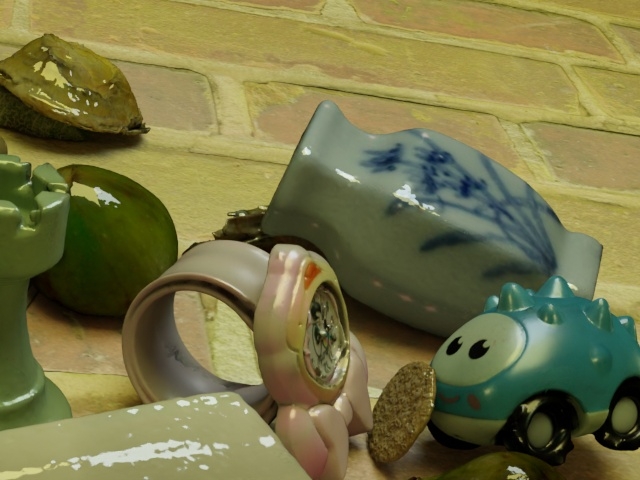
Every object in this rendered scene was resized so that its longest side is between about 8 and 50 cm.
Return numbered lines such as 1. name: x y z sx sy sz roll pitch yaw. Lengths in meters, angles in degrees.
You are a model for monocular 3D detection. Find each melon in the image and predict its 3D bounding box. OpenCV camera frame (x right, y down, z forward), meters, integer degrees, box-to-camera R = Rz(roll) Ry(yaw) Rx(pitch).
1. melon: -0.426 -0.185 2.130 0.182 0.054 0.098 26 14 23

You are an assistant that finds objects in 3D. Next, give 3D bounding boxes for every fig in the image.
1. fig: 0.161 0.254 1.447 0.184 0.127 0.133 31 44 24
2. fig: -0.261 -0.005 1.704 0.181 0.191 0.181 -11 46 12

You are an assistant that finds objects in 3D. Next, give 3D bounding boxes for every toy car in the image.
1. toy car: 0.235 0.136 1.587 0.255 0.190 0.188 -6 6 -30

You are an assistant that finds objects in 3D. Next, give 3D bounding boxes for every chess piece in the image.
1. chess piece: -0.311 0.076 1.363 0.194 0.299 0.195 12 26 -6

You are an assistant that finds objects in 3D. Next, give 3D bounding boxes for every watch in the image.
1. watch: -0.078 0.122 1.543 0.217 0.248 0.211 -5 20 24

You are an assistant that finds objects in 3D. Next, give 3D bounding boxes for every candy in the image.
1. candy: -0.173 0.258 1.248 0.358 0.145 0.208 -8 35 -36

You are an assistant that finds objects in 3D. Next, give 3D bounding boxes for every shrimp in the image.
1. shrimp: 0.000 0.000 1.927 0.317 0.077 0.168 -4 34 -38

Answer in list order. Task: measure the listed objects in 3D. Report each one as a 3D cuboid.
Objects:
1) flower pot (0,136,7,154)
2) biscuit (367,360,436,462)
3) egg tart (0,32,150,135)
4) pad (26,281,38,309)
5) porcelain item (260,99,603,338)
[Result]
1. flower pot: -0.463 -0.048 1.578 0.307 0.307 0.244 -11 54 -41
2. biscuit: 0.086 0.182 1.560 0.015 0.120 0.120 28 21 -21
3. egg tart: -0.356 -0.229 2.129 0.252 0.098 0.232 19 16 -29
4. pad: -0.460 0.030 1.719 0.266 0.002 0.176 15 26 2
5. porcelain item: 0.142 -0.010 1.839 0.405 0.178 0.243 25 38 -1
